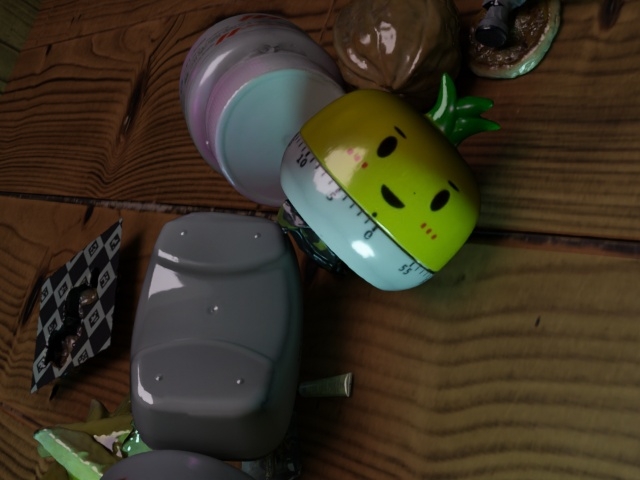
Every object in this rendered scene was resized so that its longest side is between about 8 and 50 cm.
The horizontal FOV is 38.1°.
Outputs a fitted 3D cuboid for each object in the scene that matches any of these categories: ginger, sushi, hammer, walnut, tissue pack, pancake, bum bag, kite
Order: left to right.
[{"bbox_3d":[-0.476,0.144,1.884,0.294,0.059,0.292,-32,47,34],"label":"sushi"},{"bbox_3d":[-0.351,0.380,1.479,0.358,0.211,0.413,20,83,50],"label":"ginger"},{"bbox_3d":[-0.141,0.145,1.306,0.230,0.236,0.332,3,56,2],"label":"tissue pack"},{"bbox_3d":[-0.071,0.255,1.386,0.141,0.015,0.245,-23,52,38],"label":"kite"},{"bbox_3d":[0.000,0.000,1.323,0.060,0.232,0.106,-36,77,4],"label":"bum bag"},{"bbox_3d":[0.115,-0.292,1.366,0.198,0.198,0.244,-31,40,34],"label":"walnut"},{"bbox_3d":[0.270,-0.297,1.317,0.158,0.028,0.158,-24,52,35],"label":"pancake"},{"bbox_3d":[0.391,-0.335,1.171,0.427,0.044,0.152,4,65,44],"label":"hammer"}]

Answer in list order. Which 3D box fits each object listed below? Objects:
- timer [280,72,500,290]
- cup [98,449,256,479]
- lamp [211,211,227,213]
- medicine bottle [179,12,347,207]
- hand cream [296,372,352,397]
[{"bbox_3d":[0.111,-0.099,1.201,0.285,0.285,0.285,-27,49,37],"label":"timer"},{"bbox_3d":[-0.179,0.399,1.205,0.347,0.347,0.163,-37,20,29],"label":"cup"},{"bbox_3d":[-0.182,0.054,1.526,0.185,0.161,0.161,-52,38,17],"label":"lamp"},{"bbox_3d":[-0.082,-0.203,1.436,0.256,0.256,0.325,-53,24,12],"label":"medicine bottle"},{"bbox_3d":[0.005,0.210,1.322,0.102,0.022,0.035,-14,58,38],"label":"hand cream"}]
